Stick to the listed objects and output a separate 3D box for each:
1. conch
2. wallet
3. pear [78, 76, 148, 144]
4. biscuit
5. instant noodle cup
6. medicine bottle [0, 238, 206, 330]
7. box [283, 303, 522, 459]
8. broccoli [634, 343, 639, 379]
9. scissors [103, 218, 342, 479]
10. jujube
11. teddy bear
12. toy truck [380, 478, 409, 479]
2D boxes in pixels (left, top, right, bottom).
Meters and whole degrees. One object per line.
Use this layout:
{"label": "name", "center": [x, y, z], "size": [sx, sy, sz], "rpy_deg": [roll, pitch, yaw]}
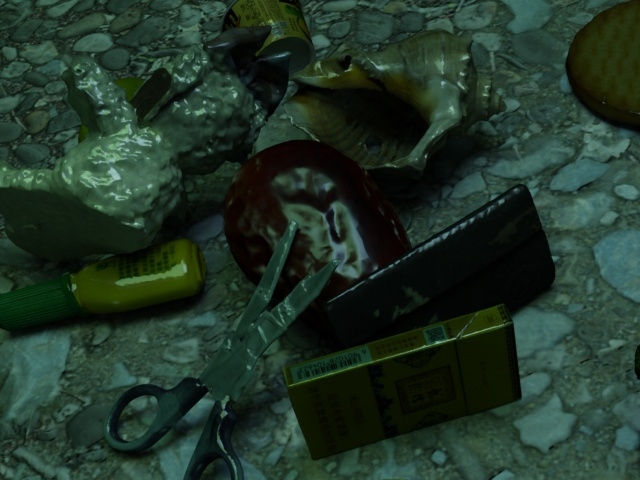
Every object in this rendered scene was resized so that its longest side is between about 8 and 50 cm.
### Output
{"label": "conch", "center": [0.110, -0.184, 1.882], "size": [0.324, 0.186, 0.263], "rpy_deg": [-4, 46, 22]}
{"label": "wallet", "center": [0.160, 0.071, 1.621], "size": [0.321, 0.170, 0.044], "rpy_deg": [-32, 33, -17]}
{"label": "pear", "center": [-0.315, -0.160, 2.009], "size": [0.216, 0.166, 0.180], "rpy_deg": [-28, 48, 29]}
{"label": "biscuit", "center": [0.540, -0.279, 1.962], "size": [0.318, 0.040, 0.318], "rpy_deg": [-7, 44, 7]}
{"label": "instant noodle cup", "center": [-0.083, -0.335, 2.121], "size": [0.151, 0.151, 0.122], "rpy_deg": [-20, 52, -5]}
{"label": "medicine bottle", "center": [-0.319, 0.068, 1.822], "size": [0.309, 0.076, 0.111], "rpy_deg": [-13, 29, 3]}
{"label": "box", "center": [0.104, 0.174, 1.544], "size": [0.279, 0.153, 0.041], "rpy_deg": [-16, 44, 0]}
{"label": "broccoli", "center": [0.506, 0.142, 1.411], "size": [0.308, 0.308, 0.275], "rpy_deg": [1, 84, 16]}
{"label": "scissors", "center": [-0.111, 0.152, 1.598], "size": [0.256, 0.029, 0.383], "rpy_deg": [32, 90, 38]}
{"label": "jujube", "center": [0.000, 0.000, 1.725], "size": [0.223, 0.223, 0.318], "rpy_deg": [-29, 53, -14]}
{"label": "teddy bear", "center": [-0.273, -0.157, 1.847], "size": [0.375, 0.327, 0.362], "rpy_deg": [5, 57, 36]}
{"label": "toy truck", "center": [0.068, 0.331, 1.394], "size": [0.272, 0.157, 0.124], "rpy_deg": [-1, 46, 14]}
